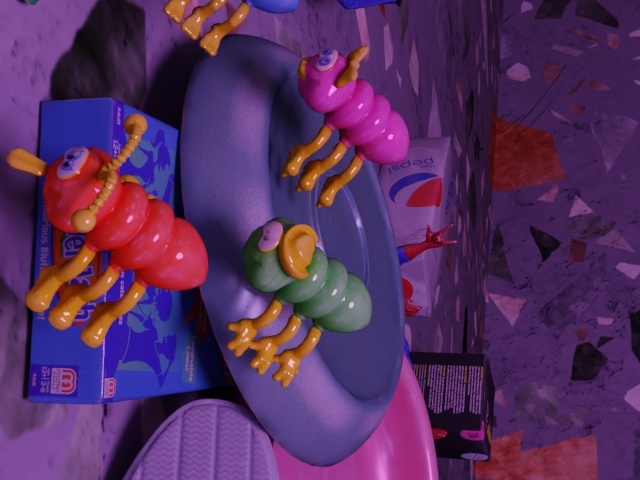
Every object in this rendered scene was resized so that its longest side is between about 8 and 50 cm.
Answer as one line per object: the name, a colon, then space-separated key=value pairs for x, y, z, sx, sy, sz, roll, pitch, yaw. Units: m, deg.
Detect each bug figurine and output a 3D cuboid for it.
bug figurine: x=-0.035 y=-0.059 z=0.487 sx=0.216 sy=0.072 sz=0.279 roll=38 pitch=52 yaw=-33

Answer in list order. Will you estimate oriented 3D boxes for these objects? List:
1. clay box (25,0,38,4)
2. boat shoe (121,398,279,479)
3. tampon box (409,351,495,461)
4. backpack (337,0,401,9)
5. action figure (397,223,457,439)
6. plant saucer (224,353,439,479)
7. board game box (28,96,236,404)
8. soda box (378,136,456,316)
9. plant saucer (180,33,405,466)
clay box: x=-0.117 y=-0.235 z=0.490 sx=0.127 sy=0.053 sz=0.222 roll=75 pitch=22 yaw=-43
boat shoe: x=-0.092 y=0.248 z=0.544 sx=0.094 sy=0.109 sz=0.302 roll=116 pitch=-15 yaw=-70
tampon box: x=0.131 y=0.207 z=1.137 sx=0.120 sy=0.161 sz=0.101 roll=62 pitch=32 yaw=-56
backpack: x=0.040 y=-0.291 z=0.929 sx=0.120 sy=0.101 sz=0.098 roll=-60 pitch=149 yaw=-66
action figure: x=0.097 y=0.093 z=0.994 sx=0.091 sy=0.139 sz=0.280 roll=-25 pitch=96 yaw=-54
plant saucer: x=0.003 y=0.221 z=0.757 sx=0.332 sy=0.084 sz=0.332 roll=29 pitch=56 yaw=-57
board game box: x=-0.099 y=0.014 z=0.565 sx=0.210 sy=0.047 sz=0.160 roll=17 pitch=73 yaw=-73
soda box: x=0.118 y=-0.026 z=1.210 sx=0.286 sy=0.091 sz=0.098 roll=-69 pitch=153 yaw=-50
plant saucer: x=0.000 y=0.000 z=0.658 sx=0.317 sy=0.044 sz=0.317 roll=-13 pitch=90 yaw=-70
